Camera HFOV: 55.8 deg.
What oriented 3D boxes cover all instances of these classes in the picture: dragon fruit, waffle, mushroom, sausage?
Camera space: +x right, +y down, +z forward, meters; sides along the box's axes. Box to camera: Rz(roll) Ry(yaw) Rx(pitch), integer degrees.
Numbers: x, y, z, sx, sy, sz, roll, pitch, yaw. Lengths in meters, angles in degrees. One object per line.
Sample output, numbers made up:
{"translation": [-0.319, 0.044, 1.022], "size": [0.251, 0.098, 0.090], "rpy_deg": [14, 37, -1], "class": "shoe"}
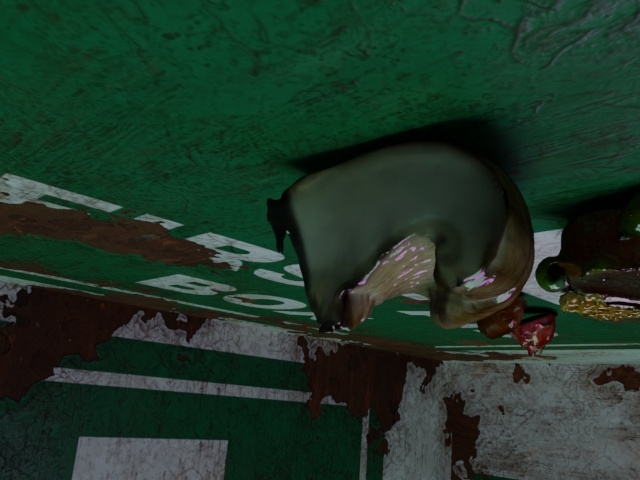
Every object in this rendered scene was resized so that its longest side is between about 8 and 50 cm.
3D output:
{"translation": [0.477, 0.023, 0.905], "size": [0.295, 0.130, 0.268], "rpy_deg": [3, 165, 7], "class": "dragon fruit"}
{"translation": [0.691, 0.153, 1.468], "size": [0.253, 0.056, 0.249], "rpy_deg": [7, 164, -15], "class": "waffle"}
{"translation": [0.178, 0.004, 0.859], "size": [0.313, 0.225, 0.397], "rpy_deg": [-24, 158, 33], "class": "mushroom"}
{"translation": [0.635, 0.278, 1.767], "size": [0.153, 0.111, 0.153], "rpy_deg": [-21, 175, -2], "class": "dragon fruit"}
{"translation": [0.494, 0.216, 1.673], "size": [0.102, 0.102, 0.330], "rpy_deg": [3, 165, 6], "class": "sausage"}
